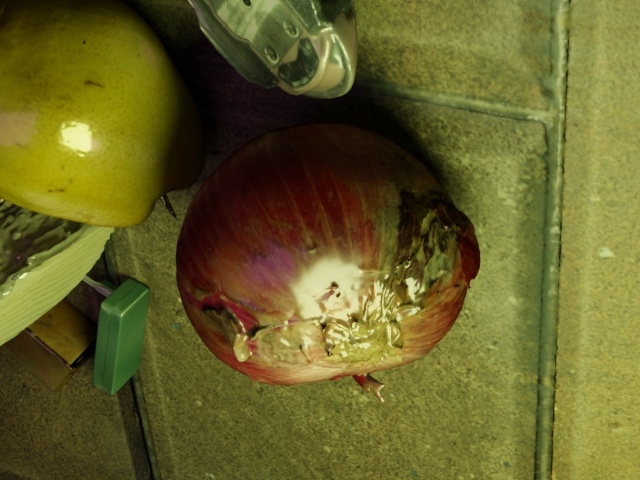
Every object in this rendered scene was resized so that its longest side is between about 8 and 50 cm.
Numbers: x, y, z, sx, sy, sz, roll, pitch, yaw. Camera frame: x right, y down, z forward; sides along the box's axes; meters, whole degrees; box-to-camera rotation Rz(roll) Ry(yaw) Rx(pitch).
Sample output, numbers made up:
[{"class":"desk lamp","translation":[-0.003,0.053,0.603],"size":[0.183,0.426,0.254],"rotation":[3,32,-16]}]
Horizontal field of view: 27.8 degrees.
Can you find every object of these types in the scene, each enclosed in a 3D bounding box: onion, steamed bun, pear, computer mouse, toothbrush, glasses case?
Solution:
[{"class":"onion","translation":[0.005,0.031,1.509],"size":[0.353,0.353,0.354],"rotation":[16,130,20]},{"class":"steamed bun","translation":[-0.455,-0.023,1.777],"size":[0.272,0.290,0.273],"rotation":[47,143,10]},{"class":"pear","translation":[-0.295,-0.161,1.572],"size":[0.336,0.285,0.285],"rotation":[22,134,-6]},{"class":"computer mouse","translation":[-0.080,-0.323,1.424],"size":[0.389,0.115,0.199],"rotation":[52,144,1]},{"class":"toothbrush","translation":[-0.410,0.010,1.932],"size":[0.263,0.026,0.022],"rotation":[34,128,4]},{"class":"glasses case","translation":[-0.299,0.145,1.932],"size":[0.039,0.078,0.184],"rotation":[28,133,15]}]

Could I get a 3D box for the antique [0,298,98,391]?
[{"class":"antique","translation":[-0.485,0.091,1.992],"size":[0.310,0.093,0.087],"rotation":[41,134,-3]}]
